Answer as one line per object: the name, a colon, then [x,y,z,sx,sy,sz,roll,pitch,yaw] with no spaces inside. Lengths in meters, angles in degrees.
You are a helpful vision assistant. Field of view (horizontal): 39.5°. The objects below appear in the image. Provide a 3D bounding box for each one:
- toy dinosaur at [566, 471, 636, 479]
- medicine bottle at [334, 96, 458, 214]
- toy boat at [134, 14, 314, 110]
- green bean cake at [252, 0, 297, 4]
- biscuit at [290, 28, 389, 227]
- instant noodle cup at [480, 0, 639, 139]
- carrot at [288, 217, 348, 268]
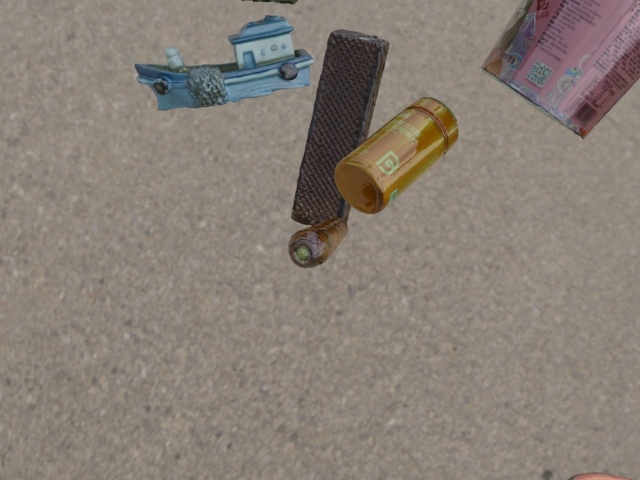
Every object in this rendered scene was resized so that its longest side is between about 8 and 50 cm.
toy dinosaur: [0.390,0.309,1.021,0.279,0.055,0.101,15,27,-35]
medicine bottle: [0.115,-0.127,1.327,0.096,0.096,0.192,43,59,11]
toy boat: [-0.130,-0.239,1.199,0.237,0.098,0.109,-12,21,-3]
green bean cake: [-0.078,-0.438,1.132,0.132,0.241,0.255,3,24,-9]
biscuit: [0.035,-0.206,1.713,0.107,0.388,0.073,17,20,12]
instant noodle cup: [0.381,-0.293,1.308,0.243,0.231,0.243,32,14,-9]
carrot: [0.000,0.000,1.231,0.055,0.055,0.161,38,18,6]
